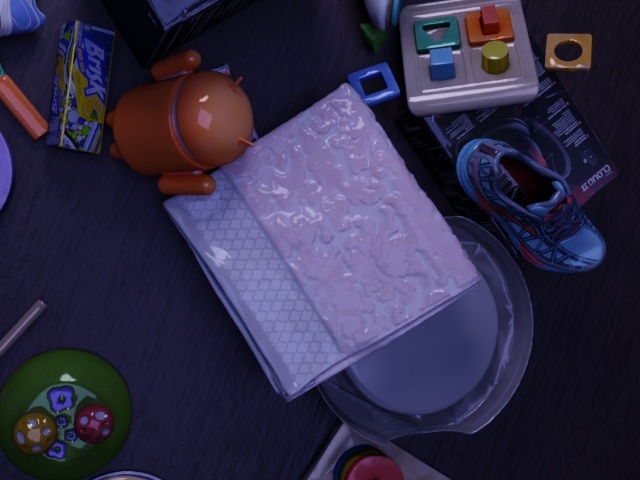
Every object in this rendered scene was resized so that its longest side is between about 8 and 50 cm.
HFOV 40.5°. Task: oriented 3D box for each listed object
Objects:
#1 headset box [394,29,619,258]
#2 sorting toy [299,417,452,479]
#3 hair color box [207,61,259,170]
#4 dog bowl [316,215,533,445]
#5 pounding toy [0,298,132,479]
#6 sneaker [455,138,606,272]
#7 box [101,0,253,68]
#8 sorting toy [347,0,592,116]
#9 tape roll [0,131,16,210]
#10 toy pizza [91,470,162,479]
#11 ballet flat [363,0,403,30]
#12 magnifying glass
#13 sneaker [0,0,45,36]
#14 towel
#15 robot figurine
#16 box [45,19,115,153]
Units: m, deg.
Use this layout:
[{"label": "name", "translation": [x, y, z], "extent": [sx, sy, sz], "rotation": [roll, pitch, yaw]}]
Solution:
[{"label": "headset box", "translation": [0.290, -0.128, 1.313], "extent": [0.218, 0.110, 0.293], "rotation": [-39, 101, -11]}, {"label": "sorting toy", "translation": [0.078, 0.435, 1.282], "extent": [0.255, 0.089, 0.257], "rotation": [35, 83, -14]}, {"label": "hair color box", "translation": [-0.138, -0.171, 1.224], "extent": [0.072, 0.043, 0.141], "rotation": [-25, 99, -14]}, {"label": "dog bowl", "translation": [0.134, 0.127, 1.282], "extent": [0.349, 0.102, 0.348], "rotation": [0, 91, -16]}, {"label": "pounding toy", "translation": [-0.355, 0.221, 1.141], "extent": [0.183, 0.110, 0.237], "rotation": [-42, 102, -11]}, {"label": "sneaker", "translation": [0.302, -0.038, 1.198], "extent": [0.262, 0.125, 0.104], "rotation": [37, 85, -13]}, {"label": "box", "translation": [-0.134, -0.381, 1.087], "extent": [0.294, 0.296, 0.182], "rotation": [-35, 101, -13]}, {"label": "sorting toy", "translation": [0.207, -0.275, 1.230], "extent": [0.348, 0.047, 0.195], "rotation": [-7, 60, 7]}, {"label": "tape roll", "translation": [-0.490, -0.089, 1.108], "extent": [0.189, 0.080, 0.188], "rotation": [-1, 93, -17]}, {"label": "toy pizza", "translation": [-0.276, 0.424, 1.210], "extent": [0.201, 0.032, 0.201], "rotation": [-1, 92, -16]}, {"label": "ballet flat", "translation": [0.094, -0.497, 1.250], "extent": [0.139, 0.139, 0.400], "rotation": [17, 83, -16]}, {"label": "magnifying glass", "translation": [-0.442, -0.231, 1.146], "extent": [0.092, 0.026, 0.231], "rotation": [-41, 101, -16]}, {"label": "sneaker", "translation": [-0.415, -0.366, 1.132], "extent": [0.081, 0.080, 0.211], "rotation": [-7, 90, -45]}, {"label": "towel", "translation": [0.000, 0.000, 1.171], "extent": [0.317, 0.053, 0.331], "rotation": [-32, 85, -6]}, {"label": "robot figurine", "translation": [-0.178, -0.148, 1.130], "extent": [0.128, 0.220, 0.158], "rotation": [47, 49, -42]}, {"label": "box", "translation": [-0.320, -0.202, 1.157], "extent": [0.059, 0.054, 0.168], "rotation": [8, 90, -40]}]
